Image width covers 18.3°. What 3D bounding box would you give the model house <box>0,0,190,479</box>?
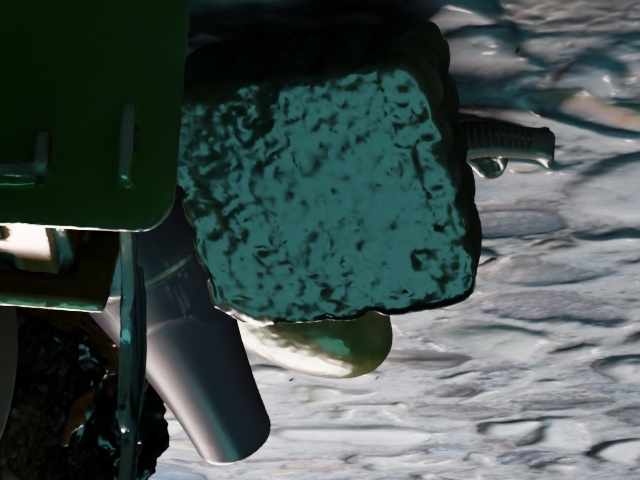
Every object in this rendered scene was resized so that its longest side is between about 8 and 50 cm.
[{"bbox_3d":[-0.228,-0.007,1.144,0.300,0.340,0.323,3,164,-2],"label":"model house"}]

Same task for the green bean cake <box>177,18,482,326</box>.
[{"bbox_3d":[0.004,-0.042,1.274,0.183,0.094,0.185,-8,115,14],"label":"green bean cake"}]

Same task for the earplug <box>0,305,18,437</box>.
[{"bbox_3d":[-0.451,0.061,1.368,0.313,0.312,0.394,-14,155,34],"label":"earplug"}]

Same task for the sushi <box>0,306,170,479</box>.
[{"bbox_3d":[-0.230,0.134,1.660,0.234,0.207,0.348,28,173,20],"label":"sushi"}]

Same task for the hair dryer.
[{"bbox_3d":[0.000,0.000,1.414,0.361,0.121,0.301,-19,125,9],"label":"hair dryer"}]

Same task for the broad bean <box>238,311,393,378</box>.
[{"bbox_3d":[-0.066,0.026,1.576,0.263,0.121,0.189,18,167,-3],"label":"broad bean"}]
